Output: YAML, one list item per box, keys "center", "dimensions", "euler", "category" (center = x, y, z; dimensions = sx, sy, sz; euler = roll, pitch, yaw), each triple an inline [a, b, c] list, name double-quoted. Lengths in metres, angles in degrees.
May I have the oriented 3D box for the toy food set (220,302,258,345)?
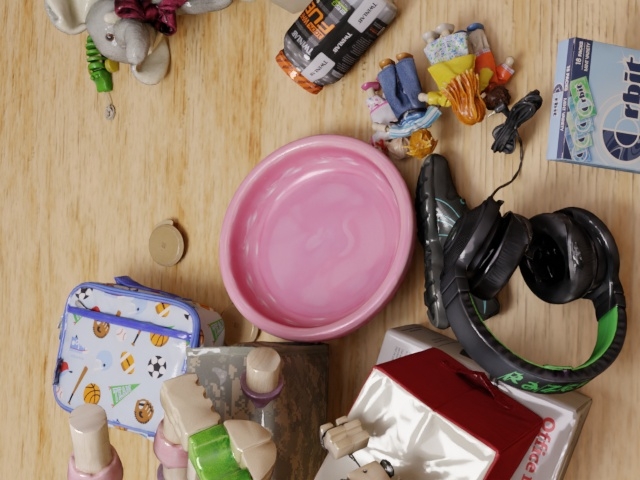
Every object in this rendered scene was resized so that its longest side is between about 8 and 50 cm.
- center: [-0.141, 0.147, 1.439]
  dimensions: [0.082, 0.020, 0.083]
  euler: [4, 90, 28]
  category: "toy food set"

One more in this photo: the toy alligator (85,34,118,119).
- center: [-0.424, -0.327, 1.592]
  dimensions: [0.056, 0.051, 0.190]
  euler: [-8, 84, 28]
  category: "toy alligator"

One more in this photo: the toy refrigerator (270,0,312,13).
- center: [-0.047, -0.530, 1.377]
  dimensions: [0.102, 0.094, 0.270]
  euler: [-13, 82, 27]
  category: "toy refrigerator"

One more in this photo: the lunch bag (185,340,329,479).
- center: [-0.076, 0.270, 1.253]
  dimensions: [0.168, 0.287, 0.236]
  euler: [-3, 83, 23]
  category: "lunch bag"

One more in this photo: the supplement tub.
- center: [0.022, -0.332, 1.318]
  dimensions: [0.190, 0.117, 0.117]
  euler: [-47, 68, 18]
  category: "supplement tub"

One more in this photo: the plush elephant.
- center: [-0.305, -0.404, 1.406]
  dimensions: [0.330, 0.271, 0.256]
  euler: [35, 103, 55]
  category: "plush elephant"

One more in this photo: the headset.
- center: [0.281, -0.001, 1.095]
  dimensions: [0.185, 0.243, 0.394]
  euler: [117, 154, -53]
  category: "headset"

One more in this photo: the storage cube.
- center: [0.137, 0.267, 1.050]
  dimensions: [0.183, 0.193, 0.215]
  euler: [33, 106, 25]
  category: "storage cube"

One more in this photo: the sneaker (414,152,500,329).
- center: [0.201, -0.001, 1.239]
  dimensions: [0.106, 0.101, 0.268]
  euler: [-4, 77, -3]
  category: "sneaker"

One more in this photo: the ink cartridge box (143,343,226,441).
- center: [-0.259, 0.255, 1.464]
  dimensions: [0.139, 0.082, 0.191]
  euler: [19, 98, 28]
  category: "ink cartridge box"

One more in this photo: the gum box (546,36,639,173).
- center: [0.393, -0.172, 1.092]
  dimensions: [0.041, 0.184, 0.157]
  euler: [-171, 87, -71]
  category: "gum box"

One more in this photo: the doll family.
- center: [0.160, -0.213, 1.237]
  dimensions: [0.262, 0.118, 0.163]
  euler: [-26, 73, 27]
  category: "doll family"

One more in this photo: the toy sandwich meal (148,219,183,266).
- center: [-0.279, 0.006, 1.516]
  dimensions: [0.085, 0.029, 0.086]
  euler: [1, 92, 25]
  category: "toy sandwich meal"

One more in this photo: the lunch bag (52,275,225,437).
- center: [-0.313, 0.188, 1.389]
  dimensions: [0.303, 0.115, 0.243]
  euler: [9, 89, 27]
  category: "lunch bag"

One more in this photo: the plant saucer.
- center: [0.000, 0.000, 1.305]
  dimensions: [0.332, 0.084, 0.332]
  euler: [-8, 70, 24]
  category: "plant saucer"

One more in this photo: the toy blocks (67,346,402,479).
- center: [-0.110, 0.327, 0.989]
  dimensions: [0.289, 0.308, 0.260]
  euler: [51, 147, 37]
  category: "toy blocks"

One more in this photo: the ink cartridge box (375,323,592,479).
- center: [0.210, 0.272, 1.190]
  dimensions: [0.289, 0.121, 0.211]
  euler: [22, 99, 27]
  category: "ink cartridge box"
